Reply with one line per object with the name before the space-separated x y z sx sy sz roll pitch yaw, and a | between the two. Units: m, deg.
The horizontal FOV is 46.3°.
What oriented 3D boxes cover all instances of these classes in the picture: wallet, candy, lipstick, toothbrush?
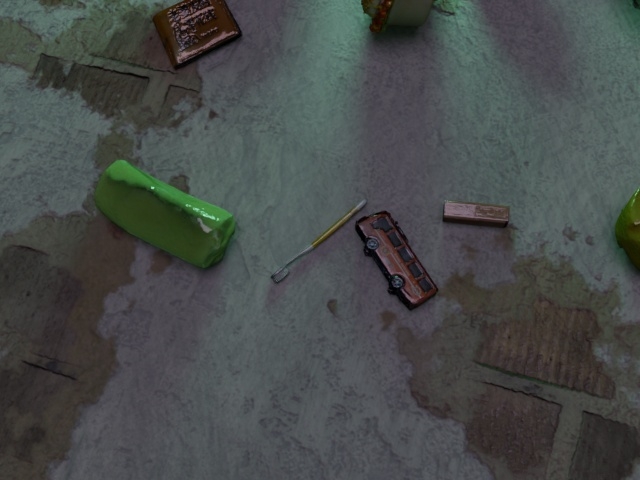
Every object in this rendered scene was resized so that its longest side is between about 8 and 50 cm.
wallet | -0.315 -0.544 1.901 0.195 0.042 0.161 -25 74 -2
candy | -0.362 -0.062 1.735 0.343 0.132 0.142 28 121 14
lipstick | 0.351 -0.060 1.699 0.145 0.045 0.045 5 77 7
toothbrush | 0.000 0.000 1.730 0.288 0.021 0.024 -40 85 -6

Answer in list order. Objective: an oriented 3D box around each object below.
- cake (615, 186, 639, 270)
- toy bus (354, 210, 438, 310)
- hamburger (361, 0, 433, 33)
cake | 0.766 -0.043 1.600 0.260 0.156 0.179 -7 58 -2
toy bus | 0.166 0.042 1.680 0.096 0.073 0.235 -27 74 -12
hamburger | 0.195 -0.641 1.761 0.179 0.276 0.294 18 72 -1
